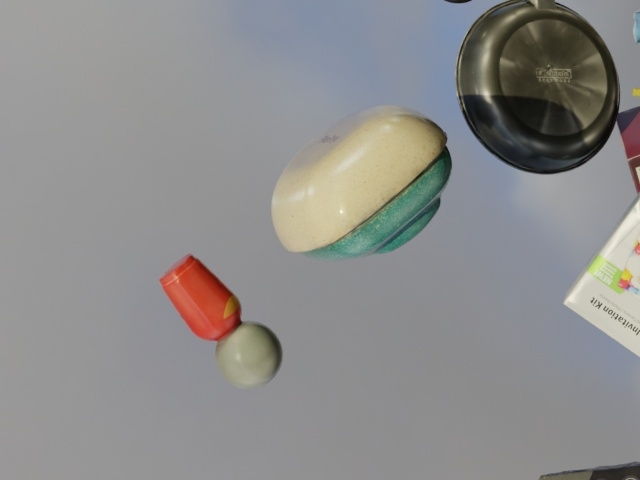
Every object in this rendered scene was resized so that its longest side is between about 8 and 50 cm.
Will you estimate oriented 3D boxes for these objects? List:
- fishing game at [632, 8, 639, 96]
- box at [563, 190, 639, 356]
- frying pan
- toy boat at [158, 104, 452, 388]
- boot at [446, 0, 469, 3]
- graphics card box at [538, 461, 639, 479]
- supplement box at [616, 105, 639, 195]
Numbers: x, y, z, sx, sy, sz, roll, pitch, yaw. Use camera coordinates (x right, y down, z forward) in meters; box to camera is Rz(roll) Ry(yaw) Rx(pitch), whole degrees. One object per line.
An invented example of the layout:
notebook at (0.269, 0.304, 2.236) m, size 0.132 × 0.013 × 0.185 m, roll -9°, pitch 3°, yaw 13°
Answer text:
fishing game at (0.333, -0.166, 1.420) m, size 0.189 × 0.264 × 0.041 m, roll 7°, pitch -118°, yaw -11°
box at (0.334, 0.022, 1.697) m, size 0.145 × 0.186 × 0.038 m, roll 35°, pitch -159°, yaw 2°
frying pan at (0.260, -0.228, 2.006) m, size 0.197 × 0.053 × 0.326 m, roll 23°, pitch -105°, yaw -15°
toy boat at (0.000, 0.000, 1.818) m, size 0.148 × 0.318 × 0.267 m, roll 50°, pitch 178°, yaw -10°
boot at (0.159, -0.431, 2.002) m, size 0.280 × 0.096 × 0.264 m, roll -101°, pitch 17°, yaw -51°
graphics card box at (0.342, 0.406, 1.858) m, size 0.094 × 0.233 × 0.371 m, roll 0°, pitch -99°, yaw -31°
supplement box at (0.396, -0.053, 2.071) m, size 0.104 × 0.080 × 0.188 m, roll -90°, pitch -20°, yaw -57°
